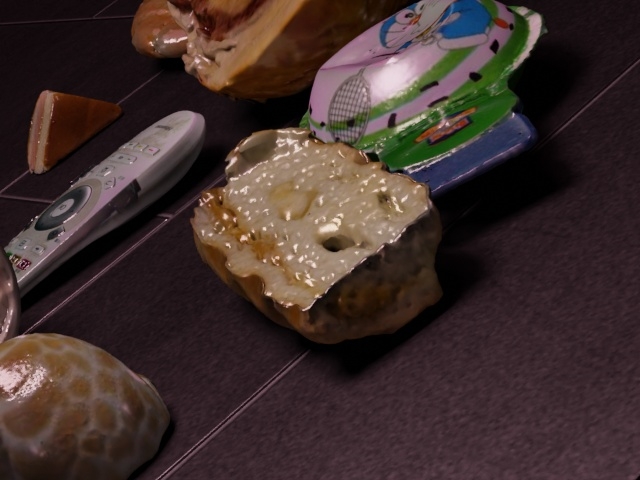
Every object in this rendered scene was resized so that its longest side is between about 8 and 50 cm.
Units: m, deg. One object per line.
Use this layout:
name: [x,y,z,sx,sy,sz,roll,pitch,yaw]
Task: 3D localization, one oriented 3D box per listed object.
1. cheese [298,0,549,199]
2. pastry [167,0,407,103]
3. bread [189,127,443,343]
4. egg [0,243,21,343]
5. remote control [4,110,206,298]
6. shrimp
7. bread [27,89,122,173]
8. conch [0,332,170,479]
cheese: [0.080,-0.105,1.358,0.204,0.083,0.320,-28,22,3]
pastry: [-0.005,-0.230,1.611,0.256,0.170,0.237,-40,44,24]
bread: [0.000,0.000,1.239,0.128,0.088,0.232,-42,31,-8]
egg: [-0.324,0.050,1.381,0.217,0.183,0.183,-8,29,51]
remote control: [-0.191,-0.021,1.554,0.256,0.045,0.097,-40,23,-17]
shrimp: [-0.122,-0.249,1.938,0.145,0.061,0.267,-17,20,5]
bread: [-0.248,-0.116,1.802,0.109,0.062,0.043,-44,27,-25]
conch: [-0.186,0.112,1.194,0.173,0.106,0.116,-5,48,18]
